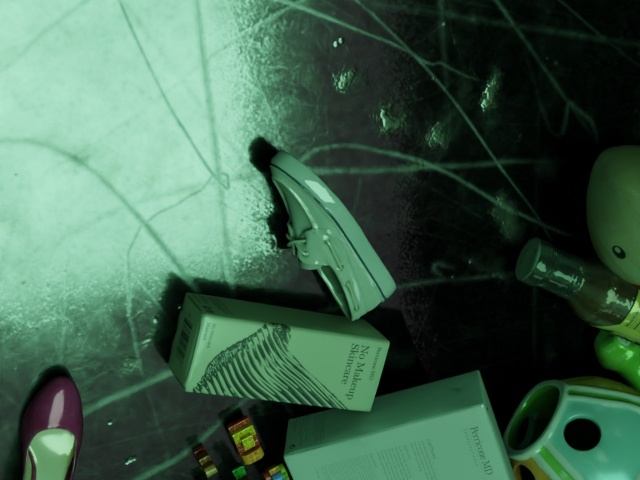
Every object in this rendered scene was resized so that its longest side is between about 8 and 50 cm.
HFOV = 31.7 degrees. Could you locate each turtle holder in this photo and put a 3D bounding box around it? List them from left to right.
[{"bbox_3d":[0.418,0.298,1.679,0.227,0.243,0.320,37,94,-13],"label":"turtle holder"}]

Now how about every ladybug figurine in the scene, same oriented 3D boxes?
[{"bbox_3d":[0.558,0.005,1.623,0.449,0.305,0.162,16,118,-25],"label":"ladybug figurine"}]

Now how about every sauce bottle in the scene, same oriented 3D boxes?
[{"bbox_3d":[0.453,0.088,1.680,0.344,0.111,0.111,23,97,-13],"label":"sauce bottle"}]

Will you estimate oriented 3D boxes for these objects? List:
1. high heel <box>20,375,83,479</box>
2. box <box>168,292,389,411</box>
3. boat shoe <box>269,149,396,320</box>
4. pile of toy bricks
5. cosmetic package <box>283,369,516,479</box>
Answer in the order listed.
[{"bbox_3d":[-0.343,0.299,1.422,0.082,0.117,0.244,15,100,-26],"label":"high heel"},{"bbox_3d":[-0.055,0.151,1.510,0.275,0.094,0.113,9,102,-25],"label":"box"},{"bbox_3d":[0.000,0.000,1.490,0.088,0.096,0.267,-43,126,-11],"label":"boat shoe"},{"bbox_3d":[-0.090,0.360,1.555,0.118,0.105,0.212,-27,115,-13],"label":"pile of toy bricks"},{"bbox_3d":[0.145,0.392,1.612,0.284,0.097,0.377,-15,115,12],"label":"cosmetic package"}]
